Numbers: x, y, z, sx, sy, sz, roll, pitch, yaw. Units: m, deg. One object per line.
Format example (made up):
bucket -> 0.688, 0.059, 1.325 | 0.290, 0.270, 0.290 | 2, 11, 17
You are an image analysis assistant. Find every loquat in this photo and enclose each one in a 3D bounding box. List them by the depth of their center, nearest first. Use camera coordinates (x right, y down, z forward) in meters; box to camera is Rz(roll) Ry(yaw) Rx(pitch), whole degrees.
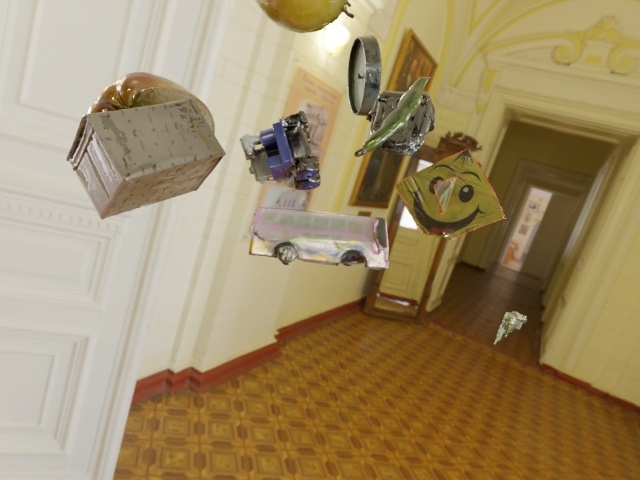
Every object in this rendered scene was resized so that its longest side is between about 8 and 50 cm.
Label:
loquat -> -0.022, -0.473, 0.784 | 0.213, 0.212, 0.213 | 17, 10, -3

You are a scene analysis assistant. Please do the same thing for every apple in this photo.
apple -> -0.524, -0.339, 1.389 | 0.296, 0.328, 0.365 | -3, -19, 19

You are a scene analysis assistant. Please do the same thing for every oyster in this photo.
oyster -> 0.406, 0.189, 0.976 | 0.098, 0.100, 0.037 | -4, 45, -44

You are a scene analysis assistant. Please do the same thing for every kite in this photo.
kite -> 0.430, -0.148, 1.458 | 0.378, 0.327, 0.013 | 15, 28, 7

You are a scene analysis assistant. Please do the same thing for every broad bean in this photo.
broad bean -> 0.190, -0.303, 1.091 | 0.060, 0.297, 0.043 | 23, -23, 42

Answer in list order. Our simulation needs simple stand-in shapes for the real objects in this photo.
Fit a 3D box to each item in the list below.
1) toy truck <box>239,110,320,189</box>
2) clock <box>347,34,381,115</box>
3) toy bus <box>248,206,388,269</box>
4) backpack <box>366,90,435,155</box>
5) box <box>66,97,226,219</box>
toy truck -> -0.099, -0.206, 1.114 | 0.177, 0.160, 0.213 | -15, -10, -2
clock -> 0.152, -0.585, 1.594 | 0.056, 0.280, 0.280 | -3, 14, -10
toy bus -> 0.000, 0.000, 0.885 | 0.274, 0.112, 0.090 | 6, -4, 1
backpack -> 0.236, -0.352, 1.328 | 0.207, 0.258, 0.133 | 10, -31, 14
box -> -0.442, -0.214, 1.144 | 0.297, 0.225, 0.190 | -30, 88, -45
